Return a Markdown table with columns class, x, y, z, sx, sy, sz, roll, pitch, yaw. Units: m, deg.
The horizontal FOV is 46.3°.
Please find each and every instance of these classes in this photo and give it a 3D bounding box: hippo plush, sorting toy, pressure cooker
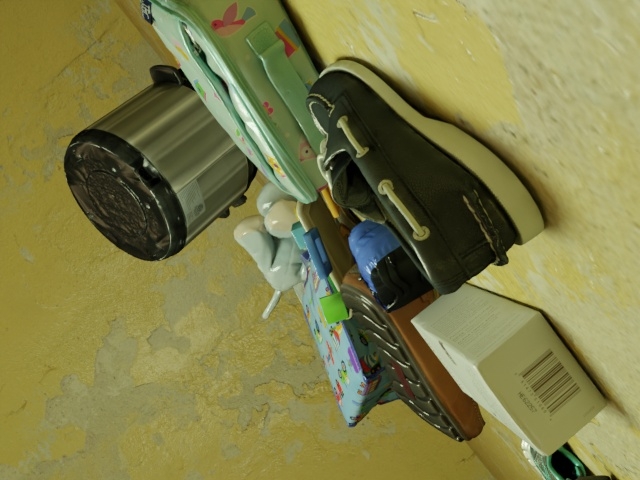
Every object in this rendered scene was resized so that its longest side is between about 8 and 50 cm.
| class | x | y | z | sx | sy | sz | roll | pitch | yaw |
| --- | --- | --- | --- | --- | --- | --- | --- | --- | --- |
| hippo plush | -0.047 | -0.018 | 1.697 | 0.236 | 0.234 | 0.294 | -83 | -20 | -51 |
| sorting toy | 0.000 | 0.000 | 1.106 | 0.347 | 0.047 | 0.196 | -82 | -30 | -68 |
| pressure cooker | -0.359 | -0.194 | 1.846 | 0.375 | 0.420 | 0.370 | 42 | 144 | 1 |

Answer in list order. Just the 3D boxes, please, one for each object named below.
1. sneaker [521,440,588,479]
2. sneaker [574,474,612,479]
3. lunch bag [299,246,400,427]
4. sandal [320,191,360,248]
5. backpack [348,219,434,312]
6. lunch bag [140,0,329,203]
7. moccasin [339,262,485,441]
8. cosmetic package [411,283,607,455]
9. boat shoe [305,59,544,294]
| class | x | y | z | sx | sy | sz | roll | pitch | yaw |
| --- | --- | --- | --- | --- | --- | --- | --- | --- | --- |
| sneaker | 0.348 | 0.339 | 1.041 | 0.166 | 0.065 | 0.076 | 50 | 172 | 2 |
| sneaker | 0.384 | 0.370 | 0.930 | 0.222 | 0.083 | 0.118 | 46 | -160 | -42 |
| lunch bag | 0.041 | 0.136 | 1.289 | 0.293 | 0.138 | 0.221 | 56 | 158 | 25 |
| sandal | 0.053 | -0.003 | 1.301 | 0.219 | 0.060 | 0.090 | 51 | 176 | 13 |
| backpack | 0.080 | 0.013 | 0.860 | 0.101 | 0.098 | 0.120 | 54 | 179 | 31 |
| lunch bag | -0.077 | -0.180 | 0.820 | 0.279 | 0.108 | 0.224 | 55 | 175 | -38 |
| moccasin | 0.157 | 0.148 | 1.058 | 0.139 | 0.147 | 0.380 | 20 | 148 | 54 |
| cosmetic package | 0.183 | 0.122 | 0.780 | 0.117 | 0.085 | 0.231 | 52 | 175 | -6 |
| boat shoe | 0.046 | -0.062 | 0.601 | 0.114 | 0.091 | 0.302 | 54 | 175 | -32 |
